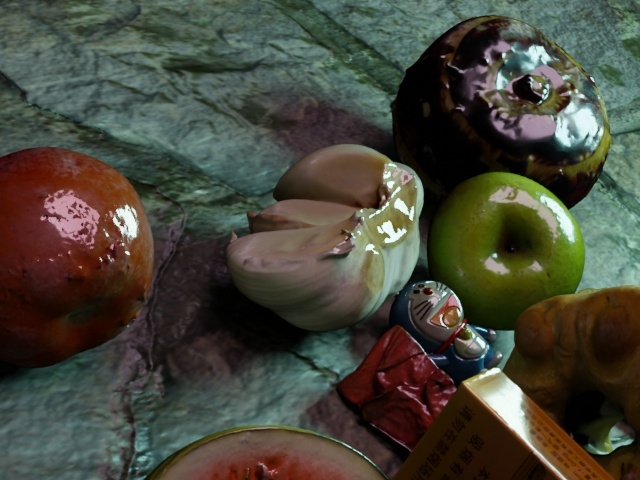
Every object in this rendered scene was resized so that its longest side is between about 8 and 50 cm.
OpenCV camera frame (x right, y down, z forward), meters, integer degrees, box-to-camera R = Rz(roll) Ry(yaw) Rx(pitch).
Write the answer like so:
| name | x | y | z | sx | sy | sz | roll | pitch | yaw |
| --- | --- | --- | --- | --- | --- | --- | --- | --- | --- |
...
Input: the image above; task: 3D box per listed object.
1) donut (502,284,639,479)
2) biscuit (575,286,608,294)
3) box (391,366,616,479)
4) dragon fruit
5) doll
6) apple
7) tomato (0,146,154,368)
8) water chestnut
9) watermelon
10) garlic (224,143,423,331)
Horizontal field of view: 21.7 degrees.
| name | x | y | z | sx | sy | sz | roll | pitch | yaw |
| --- | --- | --- | --- | --- | --- | --- | --- | --- | --- |
| donut | 0.313 | 0.194 | 1.724 | 0.150 | 0.299 | 0.317 | 15 | 26 | -43 |
| biscuit | 0.417 | 0.159 | 2.132 | 0.262 | 0.037 | 0.262 | 23 | 31 | -15 |
| box | 0.208 | 0.280 | 1.629 | 0.274 | 0.174 | 0.076 | 44 | 33 | 21 |
| dragon fruit | 0.108 | 0.200 | 1.785 | 0.092 | 0.122 | 0.192 | -38 | 71 | -17 |
| doll | 0.138 | 0.104 | 1.916 | 0.152 | 0.085 | 0.114 | 45 | 50 | 1 |
| apple | 0.220 | 0.017 | 2.019 | 0.196 | 0.196 | 0.157 | 35 | -4 | 4 |
| tomato | -0.261 | 0.010 | 1.567 | 0.208 | 0.208 | 0.184 | -3 | 45 | -45 |
| water chestnut | 0.234 | -0.144 | 2.231 | 0.300 | 0.300 | 0.300 | 23 | 31 | -15 |
| watermelon | -0.054 | 0.245 | 1.545 | 0.303 | 0.159 | 0.128 | 19 | -6 | -23 |
| garlic | 0.007 | 0.009 | 1.858 | 0.203 | 0.184 | 0.281 | -1 | 40 | 28 |
